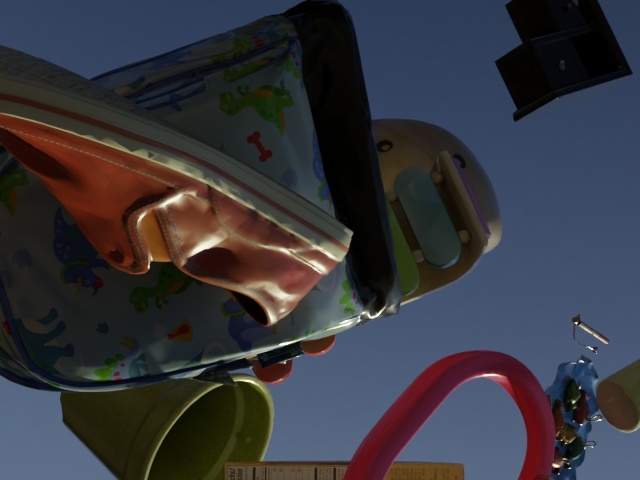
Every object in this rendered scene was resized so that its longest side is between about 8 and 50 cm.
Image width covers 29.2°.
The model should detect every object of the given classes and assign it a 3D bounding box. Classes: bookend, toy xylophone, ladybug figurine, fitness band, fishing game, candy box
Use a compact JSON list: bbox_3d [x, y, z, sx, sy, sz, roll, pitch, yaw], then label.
[{"bbox_3d":[0.267,-0.237,1.444,0.072,0.156,0.157,-30,-98,48],"label":"bookend"},{"bbox_3d":[0.000,0.000,1.273,0.236,0.323,0.081,59,-4,22],"label":"toy xylophone"},{"bbox_3d":[0.086,-0.062,1.656,0.449,0.305,0.161,163,-64,-77],"label":"ladybug figurine"},{"bbox_3d":[0.144,0.250,1.296,0.209,0.291,0.054,51,-26,-16],"label":"fitness band"},{"bbox_3d":[0.318,0.233,1.545,0.041,0.189,0.264,10,-101,33],"label":"fishing game"},{"bbox_3d":[0.034,0.344,1.674,0.316,0.183,0.087,-1,-101,3],"label":"candy box"}]

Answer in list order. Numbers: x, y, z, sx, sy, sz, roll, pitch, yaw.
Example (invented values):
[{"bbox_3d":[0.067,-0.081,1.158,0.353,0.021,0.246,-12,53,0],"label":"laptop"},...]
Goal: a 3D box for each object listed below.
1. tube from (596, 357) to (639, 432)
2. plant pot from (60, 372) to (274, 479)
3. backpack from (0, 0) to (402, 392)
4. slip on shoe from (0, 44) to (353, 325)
[{"bbox_3d":[0.402,0.128,1.318,0.062,0.240,0.070,57,-29,18],"label":"tube"},{"bbox_3d":[-0.256,0.278,1.901,0.254,0.276,0.276,27,-49,34],"label":"plant pot"},{"bbox_3d":[-0.123,-0.016,0.982,0.356,0.273,0.290,-10,-72,1],"label":"backpack"},{"bbox_3d":[-0.117,-0.031,0.776,0.123,0.331,0.101,34,-86,49],"label":"slip on shoe"}]
